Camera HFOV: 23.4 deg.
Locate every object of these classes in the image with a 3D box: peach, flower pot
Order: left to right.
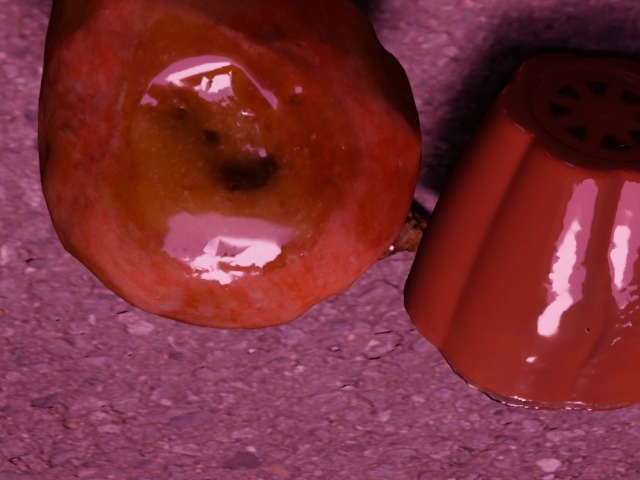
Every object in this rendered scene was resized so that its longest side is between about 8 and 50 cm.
[{"bbox_3d":[-0.064,-0.069,0.853,0.214,0.214,0.235,-19,122,22],"label":"peach"},{"bbox_3d":[0.157,-0.016,0.975,0.190,0.191,0.173,3,130,-6],"label":"flower pot"}]

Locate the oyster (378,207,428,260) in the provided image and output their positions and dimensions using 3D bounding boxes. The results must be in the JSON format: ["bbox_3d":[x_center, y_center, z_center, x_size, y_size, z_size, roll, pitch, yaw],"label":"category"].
[{"bbox_3d":[0.008,-0.001,1.078,0.148,0.051,0.103,-12,151,-3],"label":"oyster"}]
